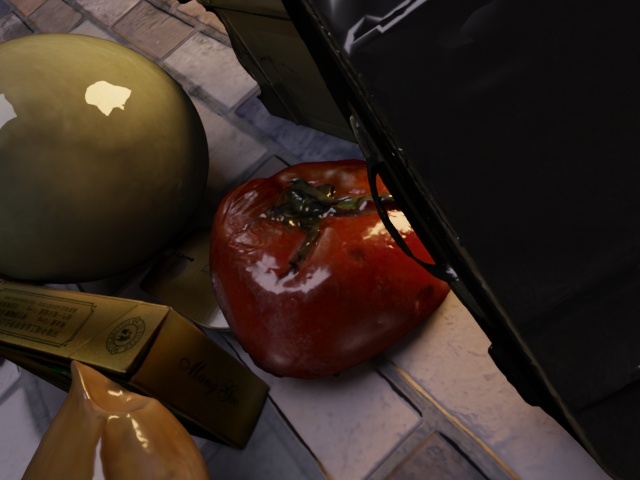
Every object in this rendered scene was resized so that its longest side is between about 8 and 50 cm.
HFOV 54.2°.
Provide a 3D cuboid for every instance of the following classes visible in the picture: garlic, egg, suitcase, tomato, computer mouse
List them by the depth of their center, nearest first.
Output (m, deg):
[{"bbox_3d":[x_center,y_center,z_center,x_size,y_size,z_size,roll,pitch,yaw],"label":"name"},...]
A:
[{"bbox_3d":[0.155,-0.089,0.373,0.283,0.194,0.433,-33,89,4],"label":"suitcase"},{"bbox_3d":[-0.205,0.252,0.464,0.338,0.151,0.196,-43,69,21],"label":"garlic"},{"bbox_3d":[-0.002,-0.001,0.546,0.228,0.101,0.227,-7,48,8],"label":"tomato"},{"bbox_3d":[-0.121,0.034,0.648,0.199,0.044,0.102,19,60,47],"label":"computer mouse"},{"bbox_3d":[-0.251,-0.084,0.658,0.259,0.258,0.352,-23,6,14],"label":"egg"}]

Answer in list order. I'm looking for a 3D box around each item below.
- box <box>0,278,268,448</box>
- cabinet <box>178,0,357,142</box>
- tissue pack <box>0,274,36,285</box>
[{"bbox_3d":[-0.187,0.108,0.567,0.240,0.159,0.071,3,55,35],"label":"box"},{"bbox_3d":[0.064,-0.273,0.671,0.318,0.227,0.290,28,75,43],"label":"cabinet"},{"bbox_3d":[-0.436,0.071,0.787,0.106,0.099,0.148,-3,54,27],"label":"tissue pack"}]
